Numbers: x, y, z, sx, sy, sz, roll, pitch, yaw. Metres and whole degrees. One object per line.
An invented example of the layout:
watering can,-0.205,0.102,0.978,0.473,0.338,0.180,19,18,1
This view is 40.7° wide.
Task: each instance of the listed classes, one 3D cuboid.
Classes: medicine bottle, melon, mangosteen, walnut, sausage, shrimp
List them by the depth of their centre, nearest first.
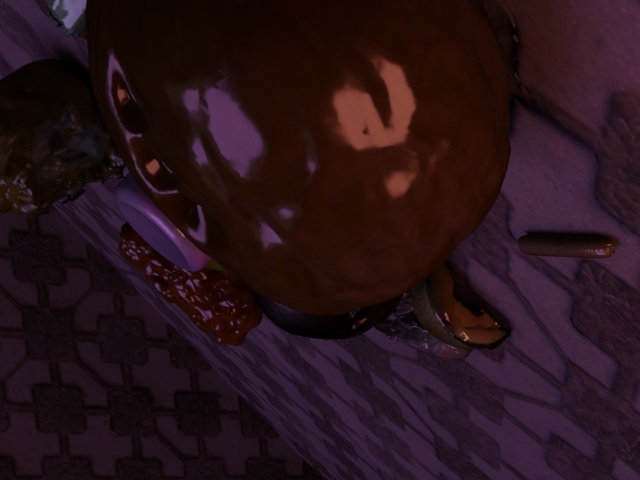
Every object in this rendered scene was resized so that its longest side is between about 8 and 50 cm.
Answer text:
walnut,-0.023,-0.131,0.723,0.354,0.308,0.397,21,150,49
sausage,0.259,0.006,0.918,0.024,0.024,0.132,49,161,-20
medicine bottle,-0.126,-0.095,1.097,0.152,0.254,0.152,38,162,14
mangosteen,0.000,0.000,1.148,0.289,0.231,0.231,54,175,45
melon,0.176,0.108,1.219,0.160,0.079,0.128,43,155,-7
shrimp,0.153,0.131,1.376,0.223,0.047,0.126,4,132,53

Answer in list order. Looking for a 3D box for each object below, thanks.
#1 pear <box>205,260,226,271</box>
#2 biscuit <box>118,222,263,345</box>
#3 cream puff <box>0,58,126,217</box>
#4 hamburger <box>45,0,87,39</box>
pear,-0.154,-0.040,1.398,0.188,0.187,0.220,26,178,39
biscuit,-0.247,0.074,1.650,0.318,0.110,0.312,44,163,-1
cream puff,-0.554,-0.209,1.687,0.274,0.323,0.269,7,119,43
hamburger,-0.188,-0.282,0.888,0.125,0.214,0.235,50,169,12
